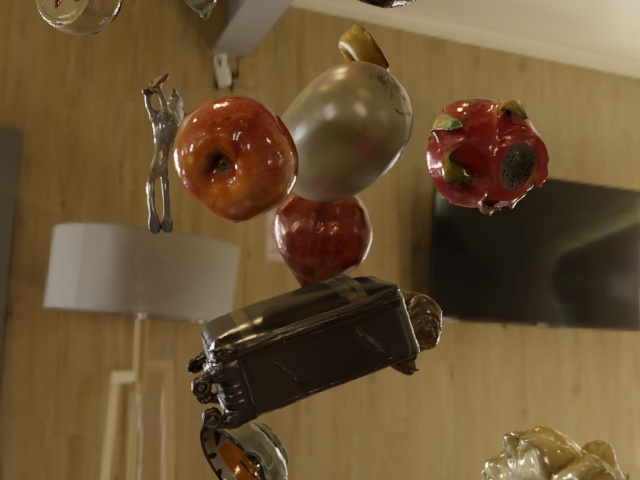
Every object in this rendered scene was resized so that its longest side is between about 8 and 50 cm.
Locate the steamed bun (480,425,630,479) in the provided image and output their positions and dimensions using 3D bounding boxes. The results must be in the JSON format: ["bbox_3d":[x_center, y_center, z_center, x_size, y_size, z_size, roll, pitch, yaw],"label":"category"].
[{"bbox_3d":[0.312,0.364,1.023,0.137,0.296,0.292,-12,-18,-24],"label":"steamed bun"}]

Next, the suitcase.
[{"bbox_3d":[-0.038,0.195,1.610,0.433,0.194,0.283,-17,5,-10],"label":"suitcase"}]

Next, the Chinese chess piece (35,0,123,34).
[{"bbox_3d":[-0.583,-0.623,2.062,0.249,0.250,0.103,-6,-2,35],"label":"Chinese chess piece"}]

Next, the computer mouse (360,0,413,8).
[{"bbox_3d":[0.128,-0.529,1.644,0.323,0.183,0.116,-30,-22,-38],"label":"computer mouse"}]

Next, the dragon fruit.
[{"bbox_3d":[0.402,-0.196,1.999,0.290,0.291,0.189,6,6,-28],"label":"dragon fruit"}]

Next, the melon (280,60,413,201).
[{"bbox_3d":[0.040,-0.199,1.600,0.223,0.223,0.317,8,-34,-35],"label":"melon"}]

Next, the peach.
[{"bbox_3d":[0.000,0.000,1.984,0.232,0.257,0.232,16,1,0],"label":"peach"}]

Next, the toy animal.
[{"bbox_3d":[-0.351,-0.205,1.878,0.224,0.302,0.284,-7,21,12],"label":"toy animal"}]

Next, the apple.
[{"bbox_3d":[-0.137,-0.130,1.384,0.209,0.210,0.164,0,16,8],"label":"apple"}]

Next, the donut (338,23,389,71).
[{"bbox_3d":[0.097,-0.431,1.980,0.058,0.152,0.152,-37,-10,-3],"label":"donut"}]

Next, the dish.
[{"bbox_3d":[-0.170,0.535,2.106,0.120,0.303,0.303,-34,12,-33],"label":"dish"}]

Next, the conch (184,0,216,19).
[{"bbox_3d":[-0.227,-0.464,1.560,0.065,0.088,0.180,-24,-8,-5],"label":"conch"}]

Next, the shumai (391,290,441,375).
[{"bbox_3d":[0.181,0.215,1.945,0.205,0.167,0.175,-10,16,6],"label":"shumai"}]
